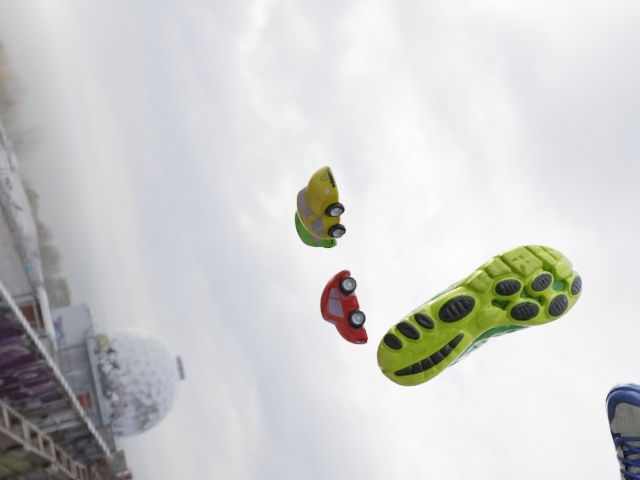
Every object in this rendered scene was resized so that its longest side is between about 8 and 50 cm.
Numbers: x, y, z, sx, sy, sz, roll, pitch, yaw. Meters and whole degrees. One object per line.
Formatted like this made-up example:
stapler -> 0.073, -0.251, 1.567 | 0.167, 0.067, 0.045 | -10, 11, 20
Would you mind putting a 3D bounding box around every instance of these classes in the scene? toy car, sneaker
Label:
toy car -> 0.000, 0.000, 0.934 | 0.225, 0.053, 0.239 | -116, -166, -67
sneaker -> 0.514, 0.369, 1.094 | 0.112, 0.131, 0.296 | -19, -85, 44
sneaker -> 0.200, 0.091, 0.927 | 0.123, 0.295, 0.109 | 121, -56, -81
